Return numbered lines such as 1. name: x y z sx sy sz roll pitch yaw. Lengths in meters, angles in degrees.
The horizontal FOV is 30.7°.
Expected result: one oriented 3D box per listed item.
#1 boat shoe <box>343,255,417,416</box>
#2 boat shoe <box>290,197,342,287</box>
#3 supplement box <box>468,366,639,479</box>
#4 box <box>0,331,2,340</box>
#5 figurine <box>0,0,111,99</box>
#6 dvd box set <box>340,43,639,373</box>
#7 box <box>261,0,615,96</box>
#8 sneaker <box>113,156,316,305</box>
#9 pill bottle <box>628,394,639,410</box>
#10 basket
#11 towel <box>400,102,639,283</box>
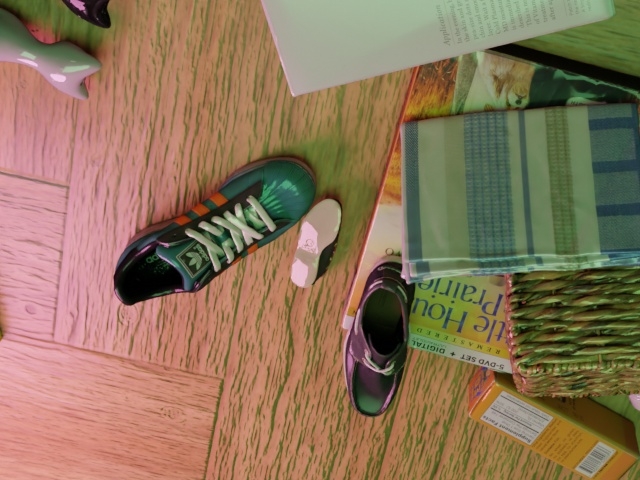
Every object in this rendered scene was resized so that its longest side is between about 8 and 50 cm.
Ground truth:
1. boat shoe: 0.072 0.136 1.499 0.084 0.079 0.233 10 118 2
2. boat shoe: -0.002 -0.001 1.529 0.049 0.042 0.133 28 119 15
3. supplement box: 0.317 0.245 1.595 0.233 0.078 0.080 30 119 -8
4. box: -0.518 0.074 1.627 0.109 0.042 0.178 -2 117 8
5. figurine: -0.349 -0.269 1.386 0.209 0.092 0.215 20 139 -9
6. dvd box set: 0.221 -0.036 1.472 0.307 0.062 0.420 16 117 -1
7. box: 0.120 -0.304 1.260 0.345 0.215 0.168 -12 115 13
8. sneaker: -0.137 0.001 1.499 0.302 0.121 0.108 -29 110 19
9. pill bottle: 0.419 0.153 1.534 0.078 0.078 0.137 -20 113 16
10. basket: 0.370 0.070 1.405 0.299 0.223 0.214 -4 74 11
11. towel: 0.230 -0.056 1.339 0.285 0.209 0.034 -5 157 9
